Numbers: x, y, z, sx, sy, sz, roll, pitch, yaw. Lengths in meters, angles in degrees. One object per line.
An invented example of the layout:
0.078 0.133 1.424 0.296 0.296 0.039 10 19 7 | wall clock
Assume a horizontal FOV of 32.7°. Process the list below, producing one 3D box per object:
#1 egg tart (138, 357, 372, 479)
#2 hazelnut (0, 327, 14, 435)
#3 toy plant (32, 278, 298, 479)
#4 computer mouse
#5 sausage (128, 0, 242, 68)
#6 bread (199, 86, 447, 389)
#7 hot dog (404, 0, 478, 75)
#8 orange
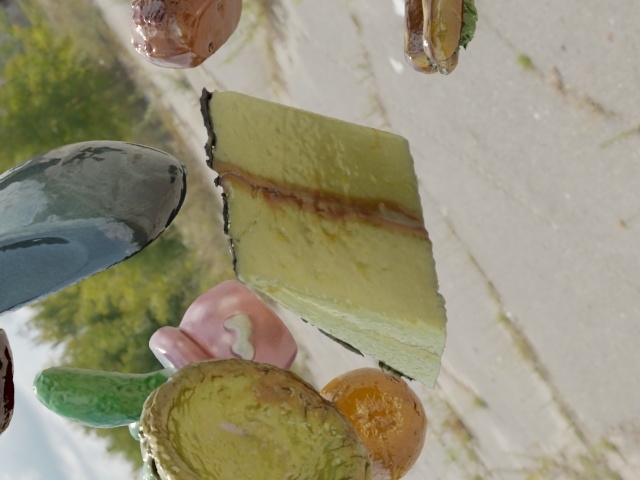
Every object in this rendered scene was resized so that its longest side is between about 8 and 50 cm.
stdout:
-0.080 0.259 1.261 0.294 0.294 0.123 50 127 36 | egg tart
-0.466 0.168 1.361 0.204 0.178 0.178 53 173 -11 | hazelnut
-0.226 0.220 1.743 0.317 0.356 0.210 47 169 -3 | toy plant
-0.303 -0.016 1.119 0.114 0.373 0.203 57 -153 -22 | computer mouse
-0.230 -0.396 1.892 0.268 0.141 0.153 -62 -27 -53 | sausage
0.000 0.000 1.616 0.242 0.404 0.346 107 169 -60 | bread
0.205 -0.429 1.887 0.135 0.100 0.338 144 132 -58 | hot dog
0.085 0.340 1.984 0.219 0.219 0.193 55 179 3 | orange
